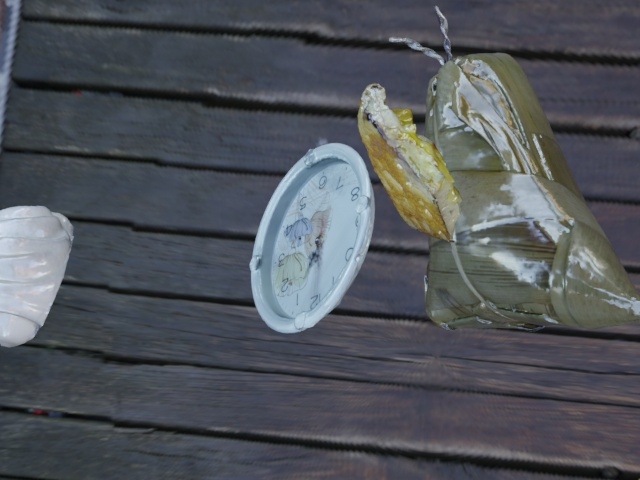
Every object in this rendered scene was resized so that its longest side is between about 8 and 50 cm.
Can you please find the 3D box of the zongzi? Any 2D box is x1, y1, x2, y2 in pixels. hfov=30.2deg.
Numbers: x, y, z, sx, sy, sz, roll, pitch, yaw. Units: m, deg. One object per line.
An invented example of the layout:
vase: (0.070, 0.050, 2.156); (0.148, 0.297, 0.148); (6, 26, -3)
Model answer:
zongzi: (0.316, -0.121, 1.689); (0.218, 0.467, 0.500); (-2, 86, -28)

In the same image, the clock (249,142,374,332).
clock: (0.000, 0.000, 1.414); (0.053, 0.236, 0.237); (19, 85, -33)

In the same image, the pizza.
pizza: (0.070, -0.051, 0.870); (0.036, 0.160, 0.099); (-41, 54, -8)

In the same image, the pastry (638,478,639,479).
pastry: (0.377, 0.347, 1.289); (0.102, 0.250, 0.154); (38, 101, -9)

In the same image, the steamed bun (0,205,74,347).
steamed bun: (-0.365, 0.035, 1.385); (0.106, 0.183, 0.183); (23, 87, -22)
